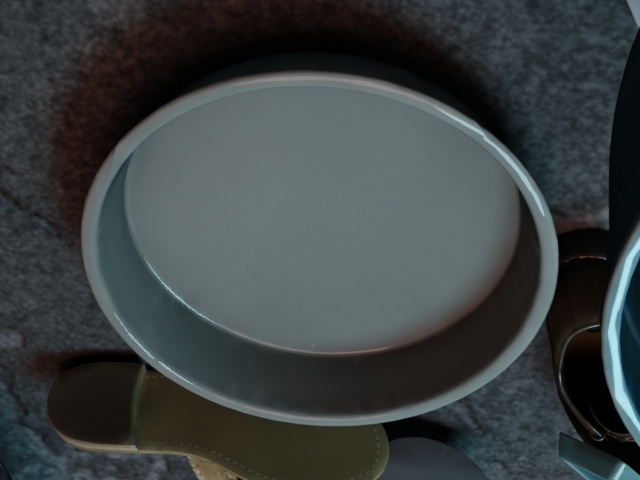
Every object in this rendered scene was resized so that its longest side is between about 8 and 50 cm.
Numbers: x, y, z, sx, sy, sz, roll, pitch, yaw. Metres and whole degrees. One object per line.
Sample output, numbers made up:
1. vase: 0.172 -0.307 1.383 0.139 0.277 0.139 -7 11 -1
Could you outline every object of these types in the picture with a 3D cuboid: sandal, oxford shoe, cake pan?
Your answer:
1. sandal: -0.068 0.134 1.122 0.240 0.088 0.079 7 158 8
2. oxford shoe: 0.192 0.107 1.044 0.083 0.096 0.227 -17 130 17
3. cake pan: 0.000 0.000 0.993 0.293 0.054 0.293 3 132 3

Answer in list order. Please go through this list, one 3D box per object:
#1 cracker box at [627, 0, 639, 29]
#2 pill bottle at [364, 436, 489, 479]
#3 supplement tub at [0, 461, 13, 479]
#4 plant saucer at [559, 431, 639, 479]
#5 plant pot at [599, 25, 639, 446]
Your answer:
1. cracker box: 0.240 -0.144 0.830 0.156 0.067 0.232 -18 128 21
2. pill bottle: 0.037 0.257 1.166 0.136 0.136 0.245 17 131 -9
3. supplement tub: -0.290 0.276 1.169 0.207 0.207 0.338 -8 131 13
4. plant saucer: 0.233 0.190 1.070 0.192 0.067 0.018 38 81 -30
5. plant pot: 0.248 -0.052 0.695 0.271 0.255 0.271 2 132 2
